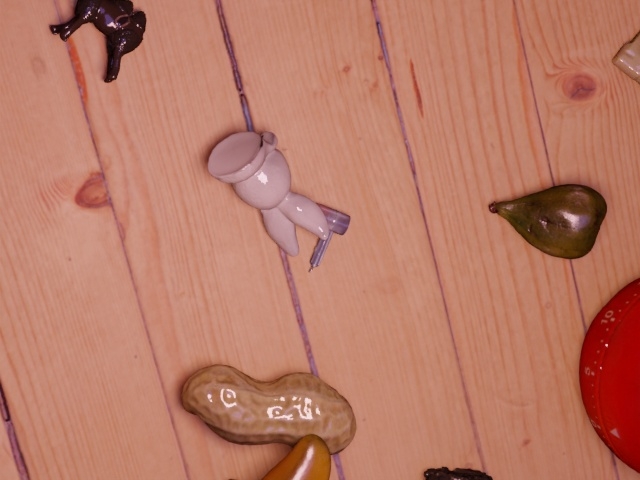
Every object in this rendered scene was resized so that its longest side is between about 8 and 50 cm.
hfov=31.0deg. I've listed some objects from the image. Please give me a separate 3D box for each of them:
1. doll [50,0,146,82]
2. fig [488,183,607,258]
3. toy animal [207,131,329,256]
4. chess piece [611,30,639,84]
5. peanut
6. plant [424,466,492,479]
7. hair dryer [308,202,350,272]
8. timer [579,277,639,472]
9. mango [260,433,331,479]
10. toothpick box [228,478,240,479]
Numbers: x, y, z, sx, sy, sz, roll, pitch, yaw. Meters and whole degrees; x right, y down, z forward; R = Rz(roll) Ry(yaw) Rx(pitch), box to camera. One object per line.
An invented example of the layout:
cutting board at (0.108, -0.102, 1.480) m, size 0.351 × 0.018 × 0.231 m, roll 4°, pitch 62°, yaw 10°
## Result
doll at (-0.330, -0.349, 1.795) m, size 0.139 × 0.057 × 0.165 m, roll 38°, pitch 81°, yaw -12°
fig at (0.396, -0.048, 1.988) m, size 0.184 × 0.126 × 0.133 m, roll 27°, pitch 127°, yaw 22°
toy animal at (-0.078, -0.083, 1.869) m, size 0.103 × 0.131 × 0.221 m, roll -28°, pitch 129°, yaw 17°
chess piece at (0.615, -0.286, 2.032) m, size 0.200 × 0.090 × 0.090 m, roll 37°, pitch 86°, yaw -3°
peanut at (-0.080, 0.273, 1.881) m, size 0.298 × 0.120 × 0.136 m, roll 12°, pitch 97°, yaw -15°
plant at (0.231, 0.493, 1.979) m, size 0.131 × 0.142 × 0.203 m, roll 1°, pitch 86°, yaw -24°
hair dryer at (0.000, 0.000, 1.923) m, size 0.063 × 0.037 × 0.114 m, roll 21°, pitch 97°, yaw -13°
timer at (0.640, 0.237, 1.981) m, size 0.377 × 0.279 × 0.378 m, roll -2°, pitch 97°, yaw -17°
mango at (-0.044, 0.393, 1.829) m, size 0.102 × 0.085 × 0.184 m, roll 35°, pitch 82°, yaw -24°
toothpick box at (-0.090, 0.458, 1.907) m, size 0.148 × 0.098 × 0.098 m, roll 17°, pitch 91°, yaw -15°
